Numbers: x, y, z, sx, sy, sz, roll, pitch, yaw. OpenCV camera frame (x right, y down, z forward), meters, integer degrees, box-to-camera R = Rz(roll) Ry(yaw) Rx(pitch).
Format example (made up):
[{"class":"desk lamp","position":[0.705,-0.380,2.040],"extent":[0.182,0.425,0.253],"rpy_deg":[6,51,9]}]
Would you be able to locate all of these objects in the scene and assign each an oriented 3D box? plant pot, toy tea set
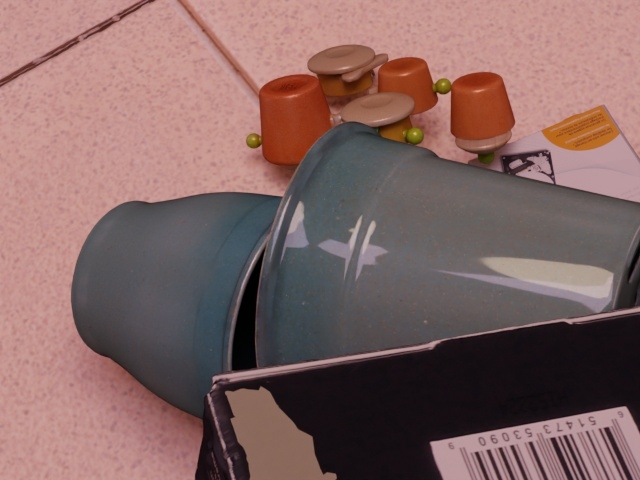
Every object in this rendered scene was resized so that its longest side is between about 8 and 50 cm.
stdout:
[{"class":"plant pot","position":[-0.119,0.065,1.657],"extent":[0.255,0.272,0.272],"rpy_deg":[13,61,32]},{"class":"plant pot","position":[0.160,0.068,1.521],"extent":[0.334,0.341,0.341],"rpy_deg":[9,60,26]},{"class":"toy tea set","position":[0.073,-0.133,1.797],"extent":[0.200,0.124,0.336],"rpy_deg":[-29,31,-33]}]

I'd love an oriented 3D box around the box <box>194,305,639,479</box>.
[{"class":"box","position":[0.142,0.320,1.258],"extent":[0.480,0.472,0.297],"rpy_deg":[-8,54,-17]}]

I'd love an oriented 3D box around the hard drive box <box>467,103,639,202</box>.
[{"class":"hard drive box","position":[0.299,-0.017,1.739],"extent":[0.181,0.089,0.232],"rpy_deg":[-24,60,-6]}]
